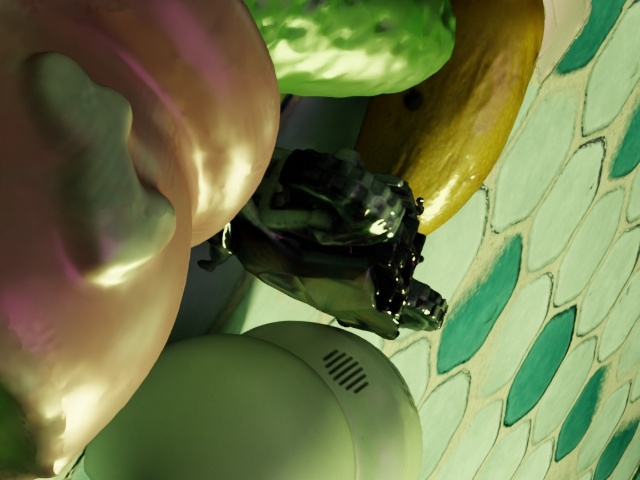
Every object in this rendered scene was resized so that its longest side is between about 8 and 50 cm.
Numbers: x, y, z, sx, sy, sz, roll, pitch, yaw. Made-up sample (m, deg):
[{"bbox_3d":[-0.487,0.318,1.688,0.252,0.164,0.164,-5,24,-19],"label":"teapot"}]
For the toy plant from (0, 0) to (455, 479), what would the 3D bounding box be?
[{"bbox_3d":[-0.097,-0.071,0.602,0.317,0.210,0.356,45,44,-29],"label":"toy plant"}]

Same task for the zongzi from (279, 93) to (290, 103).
[{"bbox_3d":[-0.064,-0.076,0.868,0.205,0.094,0.204,-39,151,-38],"label":"zongzi"}]

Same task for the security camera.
[{"bbox_3d":[-0.052,0.152,1.002,0.236,0.194,0.195,0,116,-65],"label":"security camera"}]

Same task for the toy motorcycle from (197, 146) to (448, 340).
[{"bbox_3d":[0.000,0.000,0.993,0.270,0.159,0.106,62,45,-65],"label":"toy motorcycle"}]

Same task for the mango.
[{"bbox_3d":[0.090,-0.093,1.084,0.157,0.109,0.262,-98,-152,-61],"label":"mango"}]

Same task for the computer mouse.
[{"bbox_3d":[0.182,-0.209,1.209,0.126,0.056,0.245,-56,164,-3],"label":"computer mouse"}]
